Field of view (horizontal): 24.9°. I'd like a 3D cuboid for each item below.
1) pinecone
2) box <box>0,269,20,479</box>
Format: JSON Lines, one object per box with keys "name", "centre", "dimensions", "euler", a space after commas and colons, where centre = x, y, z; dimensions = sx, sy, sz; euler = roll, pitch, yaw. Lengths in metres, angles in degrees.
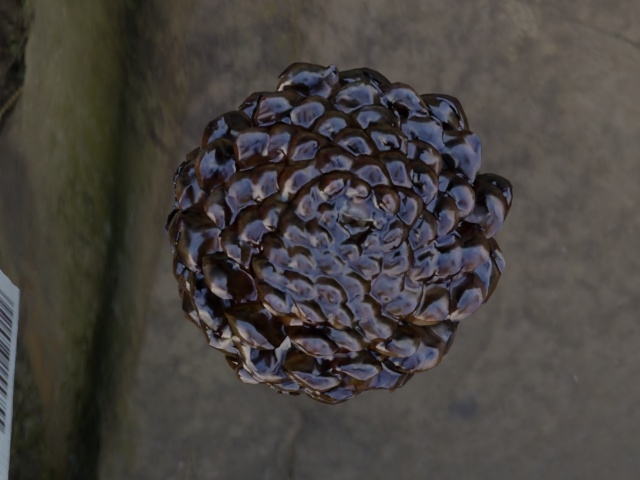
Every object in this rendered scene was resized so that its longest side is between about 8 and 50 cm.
{"name": "pinecone", "centre": [0.000, 0.000, 0.937], "dimensions": [0.221, 0.221, 0.222], "euler": [-4, 120, -7]}
{"name": "box", "centre": [-0.154, 0.109, 0.419], "dimensions": [0.139, 0.245, 0.035], "euler": [-28, 126, 10]}
